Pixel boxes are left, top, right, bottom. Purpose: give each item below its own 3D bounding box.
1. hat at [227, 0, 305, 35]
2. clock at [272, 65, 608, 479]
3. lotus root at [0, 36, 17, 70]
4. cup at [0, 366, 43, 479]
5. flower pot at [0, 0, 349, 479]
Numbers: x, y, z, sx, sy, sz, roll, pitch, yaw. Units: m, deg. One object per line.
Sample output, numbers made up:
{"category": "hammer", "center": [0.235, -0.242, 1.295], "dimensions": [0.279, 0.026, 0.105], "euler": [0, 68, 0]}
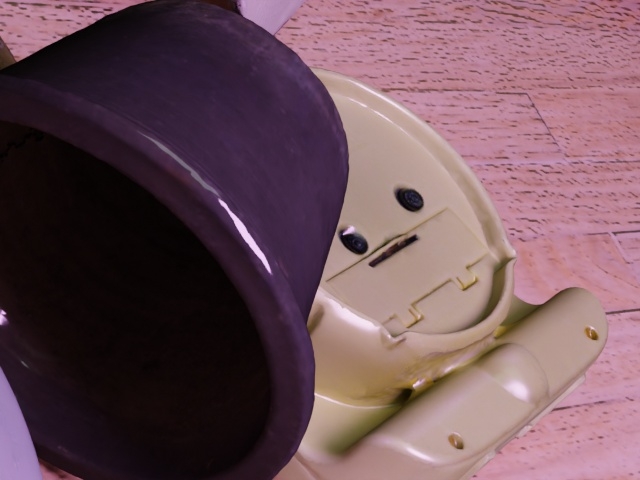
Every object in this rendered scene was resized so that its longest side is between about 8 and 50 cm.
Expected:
{"category": "hat", "center": [-0.007, -0.271, 1.180], "dimensions": [0.258, 0.168, 0.301], "euler": [54, 37, -23]}
{"category": "clock", "center": [0.000, 0.000, 1.046], "dimensions": [0.308, 0.096, 0.235], "euler": [48, 39, 9]}
{"category": "lotus root", "center": [-0.191, -0.071, 0.961], "dimensions": [0.090, 0.077, 0.183], "euler": [-10, 60, -45]}
{"category": "cup", "center": [-0.278, 0.099, 0.623], "dimensions": [0.274, 0.259, 0.356], "euler": [-4, 26, -44]}
{"category": "flower pot", "center": [-0.079, -0.015, 0.859], "dimensions": [0.235, 0.235, 0.148], "euler": [39, 49, -5]}
